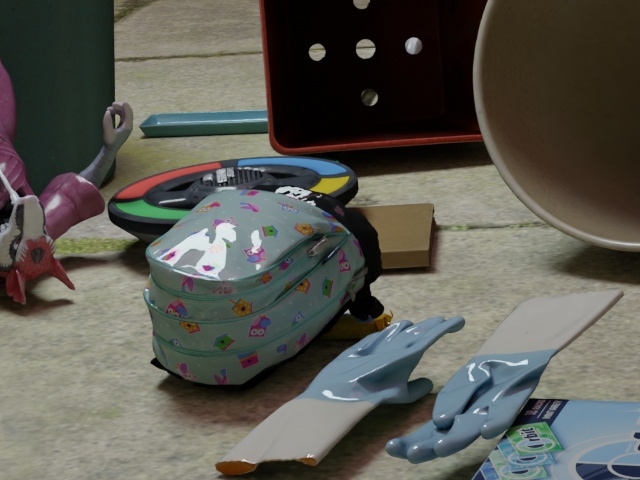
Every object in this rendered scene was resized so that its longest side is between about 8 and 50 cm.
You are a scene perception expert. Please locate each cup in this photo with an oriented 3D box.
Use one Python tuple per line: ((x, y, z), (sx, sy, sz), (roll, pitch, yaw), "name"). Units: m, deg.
((0.330, -0.134, 1.720), (0.331, 0.331, 0.237), (6, -7, 33), "cup")

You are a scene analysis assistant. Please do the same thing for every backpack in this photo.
((-0.056, 0.031, 1.472), (0.152, 0.115, 0.182), (8, 31, 33), "backpack")

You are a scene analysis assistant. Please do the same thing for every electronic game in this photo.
((-0.079, -0.041, 1.813), (0.229, 0.048, 0.229), (-6, 16, 2), "electronic game")

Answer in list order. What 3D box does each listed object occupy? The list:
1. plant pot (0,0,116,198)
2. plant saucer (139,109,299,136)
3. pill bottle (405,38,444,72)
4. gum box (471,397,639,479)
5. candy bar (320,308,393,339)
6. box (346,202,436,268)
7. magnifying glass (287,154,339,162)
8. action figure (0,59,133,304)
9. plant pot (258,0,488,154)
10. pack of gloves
((-0.356, -0.218, 2.087), (0.341, 0.334, 0.341), (-3, 15, 1), "plant pot")
((-0.111, -0.137, 2.325), (0.192, 0.018, 0.067), (-1, 15, 9), "plant saucer")
((0.175, -0.208, 2.330), (0.193, 0.108, 0.108), (4, 17, 29), "pill bottle")
((0.194, 0.138, 1.166), (0.184, 0.041, 0.157), (0, 16, 21), "gum box")
((-0.020, 0.065, 1.545), (0.161, 0.018, 0.040), (-1, 16, 17), "candy bar")
((0.000, 0.000, 1.774), (0.201, 0.021, 0.164), (-3, 15, 6), "box")
((-0.036, -0.049, 1.971), (0.092, 0.026, 0.231), (-1, 13, 10), "magnifying glass")
((-0.329, -0.066, 1.766), (0.248, 0.276, 0.370), (23, 29, -46), "action figure")
((0.062, -0.224, 2.160), (0.267, 0.267, 0.236), (-4, -2, -4), "plant pot")
((0.074, 0.106, 1.312), (0.195, 0.046, 0.232), (-6, 20, 35), "pack of gloves")
